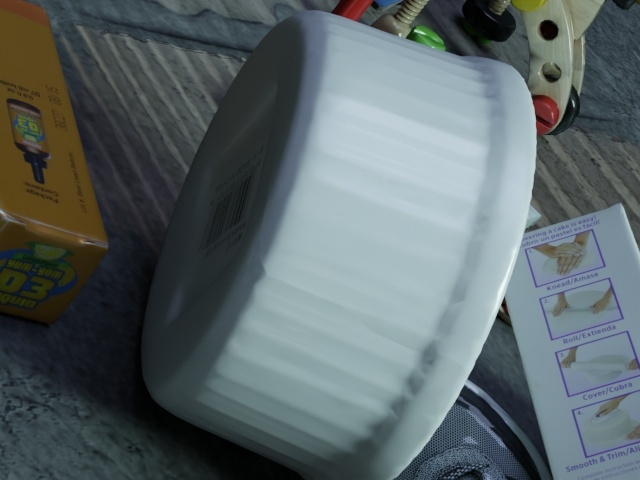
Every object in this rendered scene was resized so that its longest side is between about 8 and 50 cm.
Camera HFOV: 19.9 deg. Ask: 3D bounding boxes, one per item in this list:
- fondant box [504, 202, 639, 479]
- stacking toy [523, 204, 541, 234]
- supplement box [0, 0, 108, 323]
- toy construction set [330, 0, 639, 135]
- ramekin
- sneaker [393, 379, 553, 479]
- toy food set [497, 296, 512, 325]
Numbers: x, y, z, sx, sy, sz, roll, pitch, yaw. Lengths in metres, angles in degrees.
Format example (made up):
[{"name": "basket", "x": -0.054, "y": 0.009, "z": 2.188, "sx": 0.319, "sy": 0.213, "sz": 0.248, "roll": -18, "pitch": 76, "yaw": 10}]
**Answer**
[{"name": "fondant box", "x": 0.205, "y": 0.171, "z": 1.125, "sx": 0.330, "sy": 0.096, "sz": 0.238, "roll": -100, "pitch": 169, "yaw": -52}, {"name": "stacking toy", "x": 0.062, "y": -0.050, "z": 1.455, "sx": 0.167, "sy": 0.052, "sz": 0.221, "roll": 48, "pitch": 31, "yaw": 20}, {"name": "supplement box", "x": -0.197, "y": -0.059, "z": 1.117, "sx": 0.078, "sy": 0.080, "sz": 0.233, "roll": 18, "pitch": 33, "yaw": -34}, {"name": "toy construction set", "x": 0.173, "y": -0.257, "z": 1.689, "sx": 0.309, "sy": 0.237, "sz": 0.257, "roll": -2, "pitch": 49, "yaw": -52}, {"name": "ramekin", "x": 0.000, "y": 0.000, "z": 1.070, "sx": 0.135, "sy": 0.277, "sz": 0.277, "roll": 22, "pitch": 31, "yaw": -16}, {"name": "sneaker", "x": 0.091, "y": 0.175, "z": 1.005, "sx": 0.153, "sy": 0.101, "sz": 0.269, "roll": 56, "pitch": 11, "yaw": -66}, {"name": "toy food set", "x": 0.160, "y": 0.044, "z": 1.457, "sx": 0.083, "sy": 0.020, "sz": 0.082, "roll": 49, "pitch": 29, "yaw": 11}]
